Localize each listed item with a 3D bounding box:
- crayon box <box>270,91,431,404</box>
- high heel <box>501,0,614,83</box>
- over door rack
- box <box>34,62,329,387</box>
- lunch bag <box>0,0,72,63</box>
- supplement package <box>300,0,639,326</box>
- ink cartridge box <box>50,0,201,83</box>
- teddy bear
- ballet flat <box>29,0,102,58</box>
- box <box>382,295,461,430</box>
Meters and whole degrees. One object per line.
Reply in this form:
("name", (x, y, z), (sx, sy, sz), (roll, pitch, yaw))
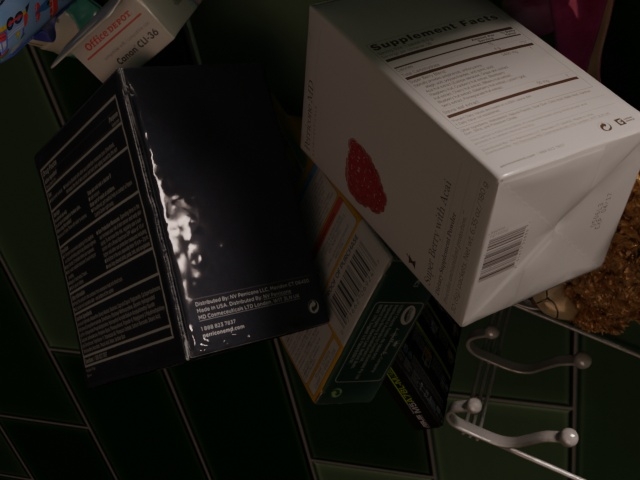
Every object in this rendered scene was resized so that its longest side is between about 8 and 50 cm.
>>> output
("crayon box", (0.000, 0.000, 1.040), (0.083, 0.323, 0.203), (4, 126, -33))
("high heel", (0.285, -0.166, 0.911), (0.117, 0.082, 0.244), (-17, 113, 37))
("over door rack", (0.328, 0.184, 1.104), (0.324, 0.239, 0.108), (30, 140, -7))
("box", (-0.166, -0.010, 1.017), (0.296, 0.183, 0.293), (-22, 82, 54))
("lunch bag", (-0.314, -0.325, 0.892), (0.138, 0.221, 0.293), (10, 134, 12))
("supplement package", (0.127, -0.098, 0.858), (0.293, 0.175, 0.177), (51, 149, 38))
("ink cartridge box", (-0.185, -0.234, 0.942), (0.115, 0.198, 0.067), (-28, 116, 38))
("teddy bear", (0.304, 0.019, 0.937), (0.245, 0.113, 0.338), (44, 164, -14))
("ballet flat", (-0.341, -0.272, 1.046), (0.247, 0.087, 0.083), (36, 133, -13))
("box", (0.114, 0.112, 1.156), (0.045, 0.184, 0.190), (-16, 124, 28))
